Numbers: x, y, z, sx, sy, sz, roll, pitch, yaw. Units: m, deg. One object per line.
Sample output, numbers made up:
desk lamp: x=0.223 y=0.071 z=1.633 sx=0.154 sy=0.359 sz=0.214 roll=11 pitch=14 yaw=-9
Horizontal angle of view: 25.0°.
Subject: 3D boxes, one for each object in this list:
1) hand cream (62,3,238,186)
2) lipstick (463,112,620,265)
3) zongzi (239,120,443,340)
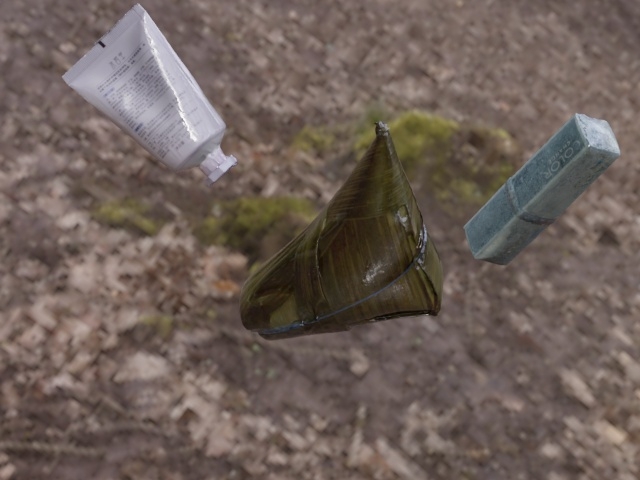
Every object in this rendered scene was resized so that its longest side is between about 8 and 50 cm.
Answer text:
hand cream: x=-0.121 y=-0.102 z=1.114 sx=0.142 sy=0.084 sz=0.053 roll=47 pitch=9 yaw=-3
lipstick: x=0.329 y=-0.074 z=2.158 sx=0.076 sy=0.289 sz=0.077 roll=11 pitch=49 yaw=-29
zongzi: x=0.000 y=0.000 z=1.493 sx=0.112 sy=0.221 sz=0.242 roll=-97 pitch=169 yaw=-46
